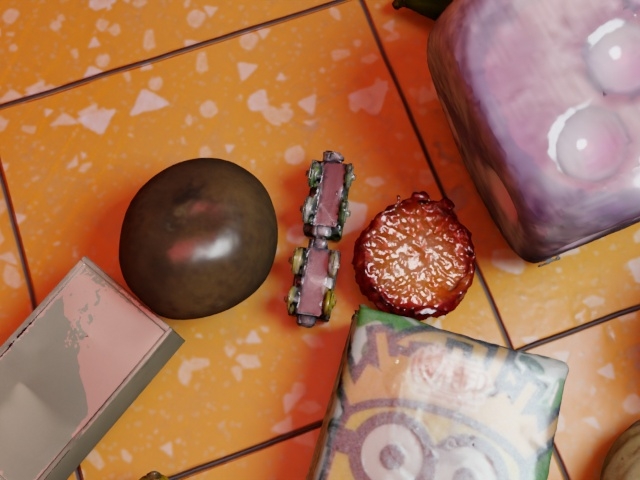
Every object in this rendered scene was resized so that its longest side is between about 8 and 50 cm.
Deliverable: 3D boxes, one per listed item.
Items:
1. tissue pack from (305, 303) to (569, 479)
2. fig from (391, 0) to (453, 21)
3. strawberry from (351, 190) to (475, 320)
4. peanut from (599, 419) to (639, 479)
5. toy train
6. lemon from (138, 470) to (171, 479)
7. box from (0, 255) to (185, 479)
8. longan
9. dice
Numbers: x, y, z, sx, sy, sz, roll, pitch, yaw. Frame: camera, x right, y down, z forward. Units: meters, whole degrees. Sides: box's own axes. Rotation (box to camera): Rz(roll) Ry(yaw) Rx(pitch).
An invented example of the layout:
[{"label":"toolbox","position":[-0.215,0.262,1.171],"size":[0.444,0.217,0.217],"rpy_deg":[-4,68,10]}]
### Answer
[{"label":"tissue pack","position":[0.100,0.245,0.791],"size":[0.228,0.128,0.311],"rpy_deg":[15,74,3]},{"label":"fig","position":[0.179,-0.303,0.969],"size":[0.177,0.117,0.117],"rpy_deg":[3,73,1]},{"label":"strawberry","position":[0.104,0.023,0.880],"size":[0.145,0.086,0.145],"rpy_deg":[0,75,1]},{"label":"peanut","position":[0.322,0.313,0.773],"size":[0.130,0.130,0.290],"rpy_deg":[19,76,6]},{"label":"toy train","position":[0.000,0.000,0.895],"size":[0.060,0.081,0.202],"rpy_deg":[9,80,4]},{"label":"lemon","position":[-0.167,0.298,0.787],"size":[0.109,0.109,0.133],"rpy_deg":[-5,88,-1]},{"label":"box","position":[-0.273,0.149,0.844],"size":[0.129,0.086,0.225],"rpy_deg":[38,77,10]},{"label":"longan","position":[-0.131,-0.001,0.847],"size":[0.167,0.167,0.187],"rpy_deg":[29,40,9]},{"label":"dice","position":[0.279,-0.145,0.813],"size":[0.270,0.270,0.271],"rpy_deg":[-24,81,6]}]
